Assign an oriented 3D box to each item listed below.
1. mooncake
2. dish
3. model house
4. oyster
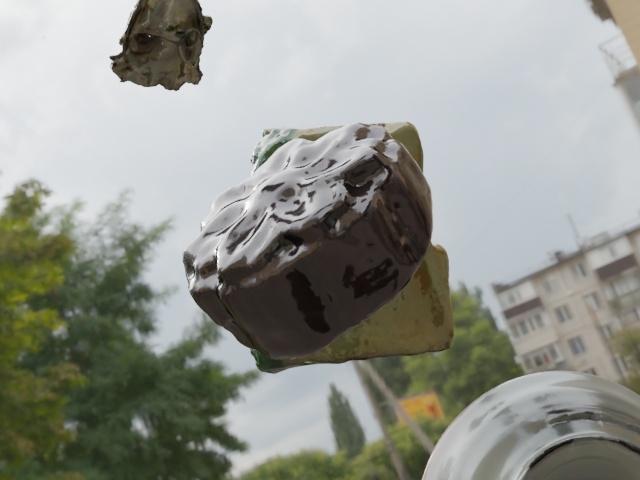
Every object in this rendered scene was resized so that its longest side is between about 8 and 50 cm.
[{"bbox_3d":[-0.016,-0.013,1.163,0.283,0.141,0.283,-29,28,17],"label":"mooncake"},{"bbox_3d":[0.210,0.230,0.856,0.260,0.260,0.085,-19,-11,-10],"label":"dish"},{"bbox_3d":[0.000,0.000,1.759,0.334,0.382,0.342,-4,4,-20],"label":"model house"},{"bbox_3d":[-0.173,-0.239,1.226,0.108,0.053,0.166,21,-49,-9],"label":"oyster"}]
